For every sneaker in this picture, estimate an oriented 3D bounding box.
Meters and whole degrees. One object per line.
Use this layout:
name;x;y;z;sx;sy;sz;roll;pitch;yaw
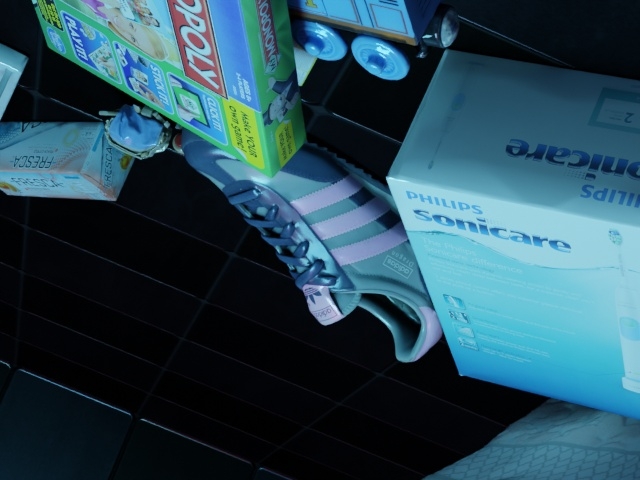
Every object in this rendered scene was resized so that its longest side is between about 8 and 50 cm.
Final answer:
sneaker;0.000;0.000;1.419;0.319;0.131;0.112;28;161;-19

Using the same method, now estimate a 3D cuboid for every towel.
towel;0.290;0.177;1.411;0.332;0.317;0.053;-7;107;57

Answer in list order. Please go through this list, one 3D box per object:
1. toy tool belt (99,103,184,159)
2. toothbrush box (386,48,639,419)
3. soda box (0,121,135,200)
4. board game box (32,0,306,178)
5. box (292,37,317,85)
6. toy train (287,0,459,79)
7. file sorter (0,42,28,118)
toy tool belt;-0.161;-0.102;1.438;0.083;0.052;0.051;15;169;16
toothbrush box;0.196;0.007;1.175;0.216;0.126;0.295;12;152;25
soda box;-0.275;-0.083;1.598;0.183;0.063;0.058;4;155;41
board game box;-0.117;-0.187;0.996;0.213;0.046;0.317;32;157;21
box;-0.080;-0.180;1.142;0.179;0.043;0.105;21;162;-7
toy train;0.003;-0.172;1.022;0.184;0.080;0.105;17;154;25
file sorter;-0.450;-0.136;1.471;0.277;0.173;0.193;26;161;-12
